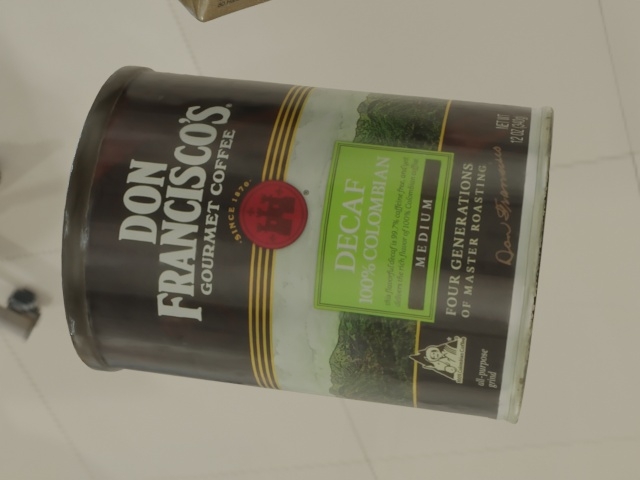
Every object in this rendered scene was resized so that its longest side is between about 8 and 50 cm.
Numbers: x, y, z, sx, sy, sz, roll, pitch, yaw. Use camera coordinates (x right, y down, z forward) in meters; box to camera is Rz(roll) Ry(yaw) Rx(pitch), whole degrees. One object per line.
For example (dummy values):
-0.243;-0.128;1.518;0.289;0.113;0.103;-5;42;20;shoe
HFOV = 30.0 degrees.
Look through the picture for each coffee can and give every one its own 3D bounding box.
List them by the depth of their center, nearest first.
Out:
0.000;0.000;0.768;0.275;0.201;0.201;6;129;8;coffee can

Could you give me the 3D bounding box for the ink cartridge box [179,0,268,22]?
-0.055;-0.252;0.705;0.235;0.193;0.088;47;144;23;ink cartridge box
